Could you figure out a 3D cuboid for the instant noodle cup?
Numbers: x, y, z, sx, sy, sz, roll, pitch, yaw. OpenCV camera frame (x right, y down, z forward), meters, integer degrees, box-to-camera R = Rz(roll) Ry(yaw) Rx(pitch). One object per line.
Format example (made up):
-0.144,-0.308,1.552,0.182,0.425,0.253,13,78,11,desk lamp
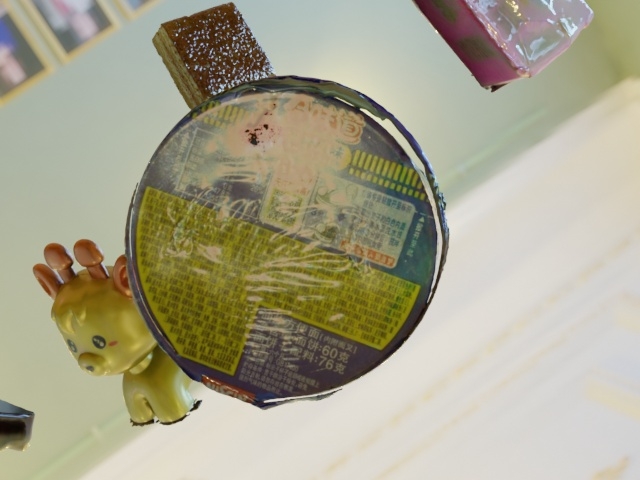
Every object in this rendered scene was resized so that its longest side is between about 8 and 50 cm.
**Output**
0.000,0.000,1.703,0.284,0.284,0.312,-30,174,11,instant noodle cup

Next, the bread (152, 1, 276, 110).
-0.101,-0.173,1.760,0.094,0.090,0.035,-25,169,-39,bread

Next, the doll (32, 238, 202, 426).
-0.194,0.083,1.853,0.143,0.221,0.135,-6,-142,43,doll

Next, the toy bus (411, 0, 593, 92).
0.116,-0.256,1.612,0.090,0.274,0.112,-9,-141,55,toy bus

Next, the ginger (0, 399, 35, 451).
-0.424,0.202,1.403,0.358,0.211,0.413,10,-176,5,ginger
